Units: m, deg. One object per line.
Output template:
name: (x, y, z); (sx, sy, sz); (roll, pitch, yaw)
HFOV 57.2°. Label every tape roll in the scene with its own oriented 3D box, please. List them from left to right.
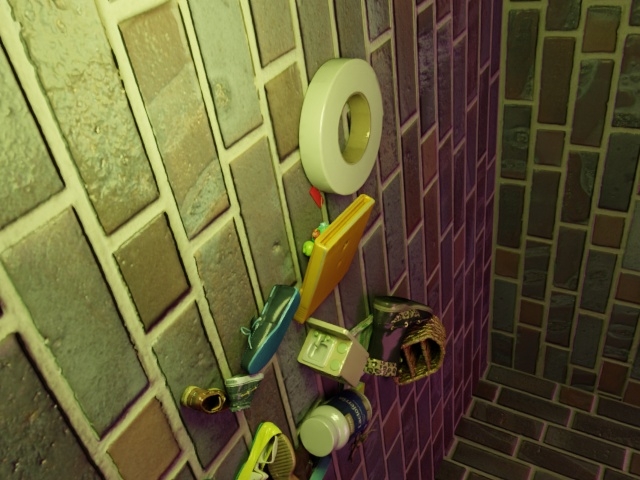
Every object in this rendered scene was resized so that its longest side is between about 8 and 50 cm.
tape roll: (0.070, -0.324, 1.688); (0.392, 0.072, 0.392); (-30, 125, -53)

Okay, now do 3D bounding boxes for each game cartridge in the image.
game cartridge: (0.034, 0.055, 1.708); (0.285, 0.053, 0.323); (-45, 161, -45)

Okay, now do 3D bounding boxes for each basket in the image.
basket: (0.408, 0.462, 2.447); (0.299, 0.213, 0.223); (71, 30, -45)

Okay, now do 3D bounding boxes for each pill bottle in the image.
pill bottle: (0.053, 0.610, 1.970); (0.265, 0.153, 0.153); (-14, 113, -59)

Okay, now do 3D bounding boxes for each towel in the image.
towel: (0.165, 0.408, 2.208); (0.325, 0.038, 0.247); (-26, 125, -55)

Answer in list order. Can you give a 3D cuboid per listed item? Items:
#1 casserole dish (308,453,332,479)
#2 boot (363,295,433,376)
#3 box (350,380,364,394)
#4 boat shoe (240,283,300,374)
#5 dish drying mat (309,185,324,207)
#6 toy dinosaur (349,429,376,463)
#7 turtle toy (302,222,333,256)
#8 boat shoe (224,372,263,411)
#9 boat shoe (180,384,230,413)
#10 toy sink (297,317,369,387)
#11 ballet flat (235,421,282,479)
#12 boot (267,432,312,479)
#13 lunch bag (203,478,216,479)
casserole dish: (-0.025, 0.799, 1.987); (0.188, 0.037, 0.114); (-57, -177, -36)
boot: (0.291, 0.361, 2.227); (0.377, 0.138, 0.284); (13, 90, -57)
box: (0.120, 0.631, 2.214); (0.109, 0.042, 0.178); (-23, 122, -55)
boat shoe: (-0.142, 0.230, 1.538); (0.258, 0.089, 0.109); (-57, 155, -33)
dish drying mat: (-0.010, -0.128, 1.699); (0.032, 0.008, 0.083); (-64, 149, -21)
toy dinosaur: (0.161, 0.808, 2.372); (0.183, 0.053, 0.092); (-45, 154, -33)
turtle toy: (0.000, 0.000, 1.708); (0.130, 0.066, 0.095); (-52, 163, -34)
boat shoe: (-0.192, 0.383, 1.489); (0.183, 0.065, 0.083); (24, 59, -73)
boat shoe: (-0.261, 0.391, 1.413); (0.178, 0.060, 0.064); (39, 68, -59)
toy sink: (0.032, 0.355, 1.828); (0.131, 0.153, 0.234); (-65, 150, -19)
ballet flat: (-0.174, 0.628, 1.651); (0.231, 0.077, 0.077); (-66, 153, -18)
boot: (-0.090, 0.685, 1.843); (0.207, 0.090, 0.248); (-38, 118, -75)
lunch bag: (-0.256, 0.652, 1.493); (0.065, 0.098, 0.067); (59, 45, -55)
